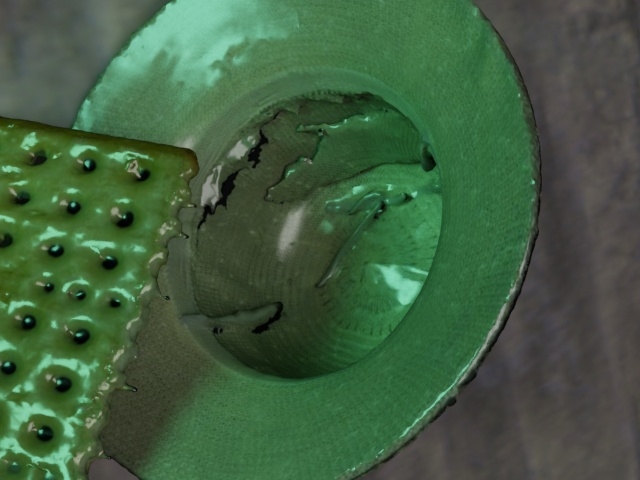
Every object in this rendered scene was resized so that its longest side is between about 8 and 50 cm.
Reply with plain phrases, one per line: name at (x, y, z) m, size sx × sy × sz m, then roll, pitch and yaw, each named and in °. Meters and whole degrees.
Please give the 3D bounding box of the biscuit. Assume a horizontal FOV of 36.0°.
biscuit at (-0.142, 0.053, 0.421) m, size 0.139 × 0.016 × 0.231 m, roll 11°, pitch 71°, yaw 20°

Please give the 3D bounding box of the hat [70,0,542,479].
hat at (0.000, 0.000, 0.474) m, size 0.130 × 0.257 × 0.257 m, roll 28°, pitch 83°, yaw -56°
